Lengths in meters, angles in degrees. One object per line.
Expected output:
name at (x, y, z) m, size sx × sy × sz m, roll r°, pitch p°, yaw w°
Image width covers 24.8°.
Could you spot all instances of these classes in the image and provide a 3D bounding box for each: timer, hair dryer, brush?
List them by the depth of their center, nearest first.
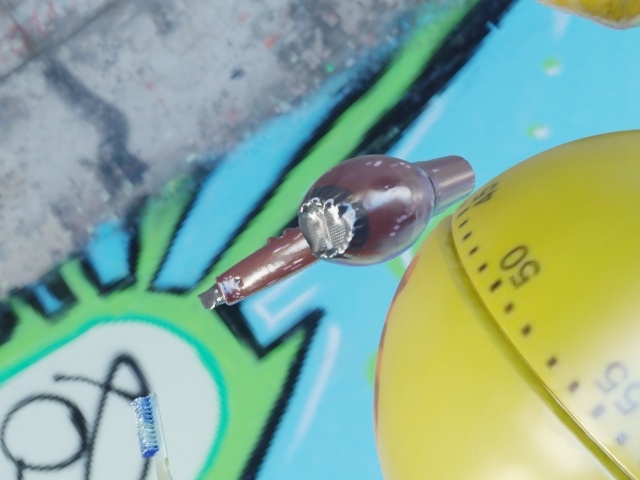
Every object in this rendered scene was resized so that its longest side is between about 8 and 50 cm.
timer at (0.177, 0.132, 0.899) m, size 0.387 × 0.376 × 0.376 m, roll -51°, pitch 144°, yaw 16°
brush at (-0.188, 0.258, 1.666) m, size 0.030 × 0.179 × 0.033 m, roll 7°, pitch 145°, yaw -36°
hair dryer at (0.000, 0.000, 1.743) m, size 0.340 × 0.123 × 0.312 m, roll -28°, pitch 176°, yaw 31°

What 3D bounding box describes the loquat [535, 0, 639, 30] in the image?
loquat at (0.312, -0.322, 1.604) m, size 0.234 × 0.187 × 0.176 m, roll 3°, pitch 127°, yaw -42°
